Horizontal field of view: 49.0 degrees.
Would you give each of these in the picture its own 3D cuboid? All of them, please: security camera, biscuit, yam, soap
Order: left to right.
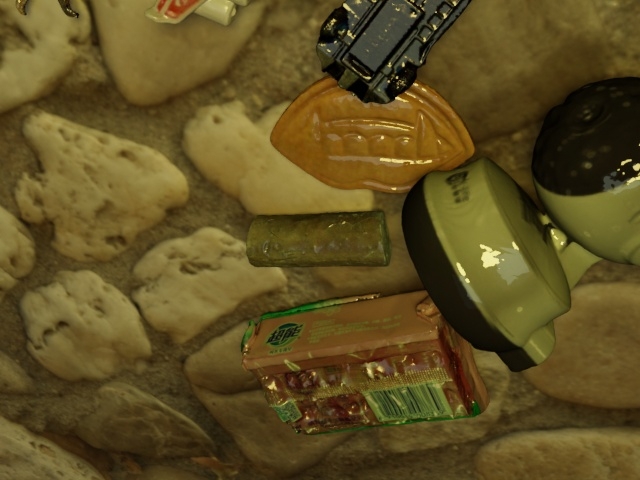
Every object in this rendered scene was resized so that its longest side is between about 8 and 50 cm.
[{"bbox_3d":[0.000,0.000,0.818,0.169,0.068,0.068,0,124,20],"label":"yam"},{"bbox_3d":[0.056,0.164,0.895,0.273,0.098,0.218,-12,120,23],"label":"soap"},{"bbox_3d":[0.053,-0.115,0.746,0.221,0.029,0.142,8,125,10],"label":"biscuit"},{"bbox_3d":[0.235,-0.030,0.664,0.277,0.197,0.191,-30,121,23],"label":"security camera"}]

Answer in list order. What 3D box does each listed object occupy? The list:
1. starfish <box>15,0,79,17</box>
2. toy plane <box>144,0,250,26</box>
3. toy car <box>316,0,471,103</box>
[{"bbox_3d":[-0.280,-0.289,0.706,0.130,0.041,0.133,-16,125,34],"label":"starfish"},{"bbox_3d":[-0.110,-0.306,0.606,0.252,0.118,0.252,6,127,8],"label":"toy plane"},{"bbox_3d":[0.084,-0.226,0.640,0.103,0.063,0.216,36,115,-11],"label":"toy car"}]
